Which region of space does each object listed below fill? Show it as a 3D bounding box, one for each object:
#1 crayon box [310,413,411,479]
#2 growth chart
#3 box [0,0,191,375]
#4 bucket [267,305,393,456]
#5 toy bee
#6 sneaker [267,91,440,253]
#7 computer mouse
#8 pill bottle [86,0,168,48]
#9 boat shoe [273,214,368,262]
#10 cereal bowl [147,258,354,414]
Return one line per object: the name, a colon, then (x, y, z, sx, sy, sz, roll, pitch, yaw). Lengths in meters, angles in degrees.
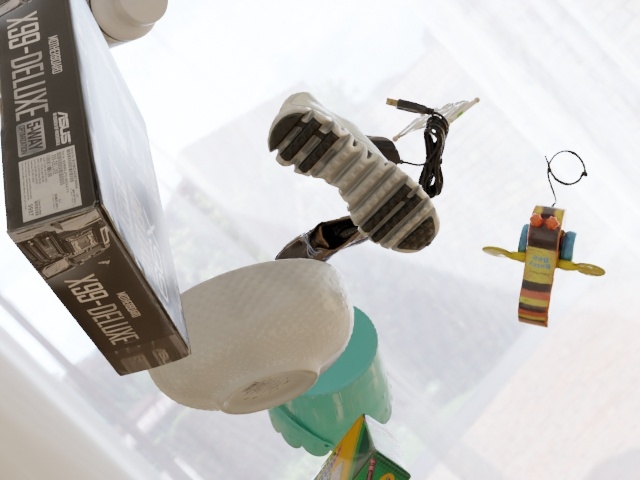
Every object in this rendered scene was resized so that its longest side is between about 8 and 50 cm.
crayon box: (0.029, 0.444, 1.578, 0.278, 0.081, 0.165, -54, 10, 6)
growth chart: (0.284, -0.301, 2.328, 0.172, 0.021, 0.237, -37, 15, -31)
box: (-0.208, -0.066, 0.859, 0.076, 0.307, 0.242, -18, -36, 0)
bucket: (0.005, 0.263, 1.873, 0.281, 0.281, 0.183, -46, -37, -31)
toy bee: (0.367, 0.003, 1.595, 0.195, 0.298, 0.162, -12, -3, 20)
sneaker: (0.055, -0.097, 1.298, 0.110, 0.292, 0.118, -40, 23, 22)
computer mouse: (0.079, -0.153, 1.531, 0.060, 0.262, 0.184, -67, -11, -47)
pill bottle: (-0.312, -0.350, 1.431, 0.193, 0.108, 0.108, -1, 38, 51)
boat shoe: (0.000, 0.000, 1.532, 0.183, 0.066, 0.066, -29, -15, 5)
cereal bowl: (-0.099, 0.173, 1.461, 0.338, 0.141, 0.339, -17, -25, -8)
